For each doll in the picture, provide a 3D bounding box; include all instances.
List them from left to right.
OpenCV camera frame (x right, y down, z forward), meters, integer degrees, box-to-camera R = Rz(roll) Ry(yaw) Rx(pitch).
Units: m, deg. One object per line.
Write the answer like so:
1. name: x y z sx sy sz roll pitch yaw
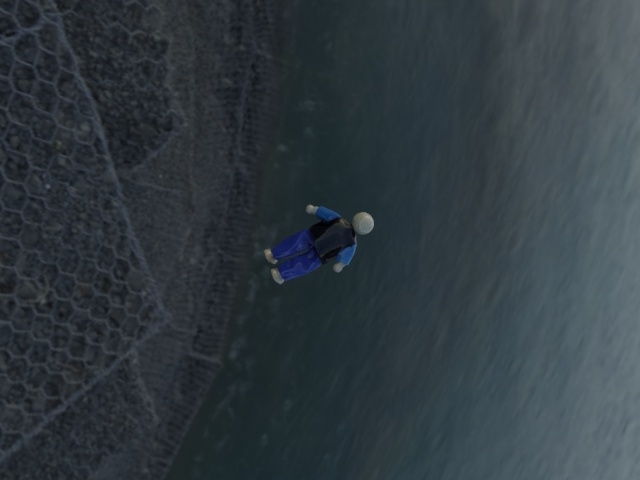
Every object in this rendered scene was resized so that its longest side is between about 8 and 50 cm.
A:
1. doll: 0.000 0.000 1.332 0.189 0.129 0.046 -24 161 12
